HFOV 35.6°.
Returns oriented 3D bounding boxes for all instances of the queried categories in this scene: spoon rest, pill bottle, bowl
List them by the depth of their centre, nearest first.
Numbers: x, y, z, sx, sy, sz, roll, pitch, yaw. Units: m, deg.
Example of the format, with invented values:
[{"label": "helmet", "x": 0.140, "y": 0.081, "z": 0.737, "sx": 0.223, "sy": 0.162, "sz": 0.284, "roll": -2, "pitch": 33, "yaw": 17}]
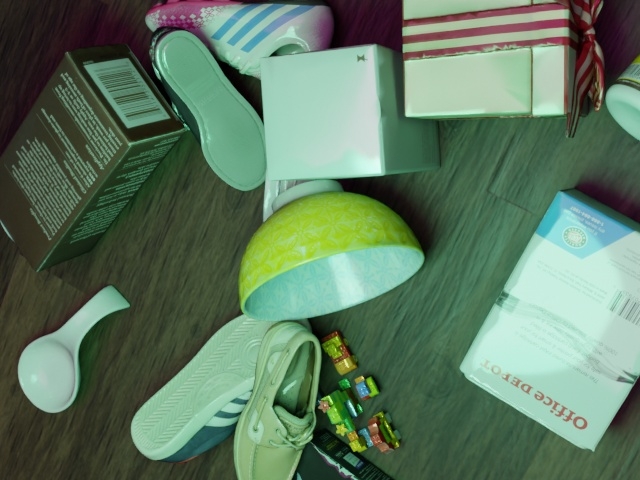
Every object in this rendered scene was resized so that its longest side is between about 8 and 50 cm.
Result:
[{"label": "pill bottle", "x": 0.497, "y": -0.237, "z": 1.353, "sx": 0.117, "sy": 0.117, "sz": 0.215, "roll": 42, "pitch": 86, "yaw": 13}, {"label": "bowl", "x": 0.000, "y": 0.000, "z": 1.527, "sx": 0.290, "sy": 0.289, "sz": 0.156, "roll": -25, "pitch": 69, "yaw": 22}, {"label": "spoon rest", "x": -0.461, "y": 0.200, "z": 1.820, "sx": 0.137, "sy": 0.084, "sz": 0.276, "roll": 44, "pitch": 108, "yaw": 13}]

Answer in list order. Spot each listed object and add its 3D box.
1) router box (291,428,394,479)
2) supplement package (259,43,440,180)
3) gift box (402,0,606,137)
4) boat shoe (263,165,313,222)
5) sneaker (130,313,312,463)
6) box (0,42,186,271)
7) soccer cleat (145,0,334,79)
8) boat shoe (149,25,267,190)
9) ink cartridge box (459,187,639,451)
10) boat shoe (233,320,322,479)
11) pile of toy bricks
[{"label": "router box", "x": 0.016, "y": 0.511, "z": 1.662, "sx": 0.243, "sy": 0.081, "sz": 0.308, "roll": 35, "pitch": 107, "yaw": 15}, {"label": "supplement package", "x": 0.052, "y": -0.181, "z": 1.463, "sx": 0.175, "sy": 0.293, "sz": 0.177, "roll": -2, "pitch": 94, "yaw": 22}, {"label": "gift box", "x": 0.261, "y": -0.270, "z": 1.388, "sx": 0.258, "sy": 0.276, "sz": 0.255, "roll": 0, "pitch": 101, "yaw": 20}, {"label": "boat shoe", "x": -0.042, "y": -0.106, "z": 1.622, "sx": 0.088, "sy": 0.096, "sz": 0.267, "roll": 7, "pitch": 98, "yaw": 1}, {"label": "sneaker", "x": -0.152, "y": 0.250, "z": 1.693, "sx": 0.350, "sy": 0.148, "sz": 0.131, "roll": -37, "pitch": 57, "yaw": -1}, {"label": "box", "x": -0.406, "y": -0.133, "z": 1.678, "sx": 0.381, "sy": 0.143, "sz": 0.191, "roll": -42, "pitch": 79, "yaw": 37}, {"label": "soccer cleat", "x": -0.138, "y": -0.326, "z": 1.619, "sx": 0.331, "sy": 0.116, "sz": 0.143, "roll": 2, "pitch": 96, "yaw": 21}, {"label": "boat shoe", "x": -0.177, "y": -0.218, "z": 1.624, "sx": 0.114, "sy": 0.091, "sz": 0.302, "roll": -30, "pitch": 120, "yaw": -8}, {"label": "ink cartridge box", "x": 0.379, "y": 0.110, "z": 1.451, "sx": 0.223, "sy": 0.129, "sz": 0.307, "roll": 31, "pitch": 106, "yaw": 16}, {"label": "boat shoe", "x": -0.060, "y": 0.282, "z": 1.570, "sx": 0.098, "sy": 0.109, "sz": 0.302, "roll": 21, "pitch": 100, "yaw": 61}, {"label": "pile of toy bricks", "x": 0.032, "y": 0.264, "z": 1.617, "sx": 0.118, "sy": 0.105, "sz": 0.212, "roll": -31, "pitch": 83, "yaw": 22}]
